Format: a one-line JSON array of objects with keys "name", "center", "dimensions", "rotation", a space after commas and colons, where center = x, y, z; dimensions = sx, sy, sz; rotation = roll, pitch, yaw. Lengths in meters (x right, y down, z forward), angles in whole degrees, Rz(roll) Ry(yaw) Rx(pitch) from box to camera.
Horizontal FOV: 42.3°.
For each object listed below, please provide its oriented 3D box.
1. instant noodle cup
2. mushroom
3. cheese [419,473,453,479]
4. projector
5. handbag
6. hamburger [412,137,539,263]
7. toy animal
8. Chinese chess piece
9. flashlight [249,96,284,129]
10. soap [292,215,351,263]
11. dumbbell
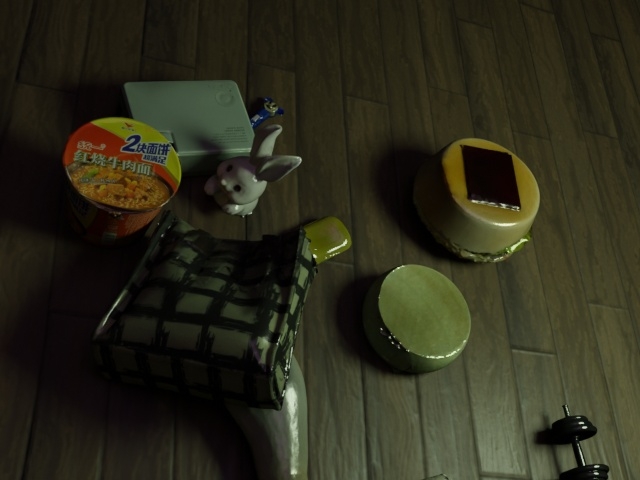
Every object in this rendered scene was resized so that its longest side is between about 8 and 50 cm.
[{"name": "instant noodle cup", "center": [-0.380, -0.094, 1.533], "dimensions": [0.213, 0.174, 0.213], "rotation": [12, 55, -18]}, {"name": "mushroom", "center": [-0.088, 0.338, 1.455], "dimensions": [0.159, 0.122, 0.329], "rotation": [-20, 64, 7]}, {"name": "cheese", "center": [0.183, 0.513, 1.436], "dimensions": [0.189, 0.154, 0.198], "rotation": [-5, 63, -21]}, {"name": "projector", "center": [-0.278, -0.229, 1.712], "dimensions": [0.256, 0.099, 0.192], "rotation": [-7, 63, -29]}, {"name": "handbag", "center": [-0.186, 0.112, 1.454], "dimensions": [0.325, 0.162, 0.327], "rotation": [8, 49, 11]}, {"name": "hamburger", "center": [0.350, -0.089, 1.875], "dimensions": [0.302, 0.170, 0.302], "rotation": [11, 54, -15]}, {"name": "toy animal", "center": [-0.144, -0.133, 1.641], "dimensions": [0.130, 0.221, 0.104], "rotation": [-19, 74, -34]}, {"name": "Chinese chess piece", "center": [0.192, 0.160, 1.694], "dimensions": [0.237, 0.092, 0.238], "rotation": [12, 57, -19]}, {"name": "flashlight", "center": [-0.132, -0.280, 1.849], "dimensions": [0.057, 0.035, 0.121], "rotation": [43, 52, 4]}, {"name": "soap", "center": [0.000, 0.001, 1.731], "dimensions": [0.140, 0.045, 0.089], "rotation": [-25, 70, -33]}, {"name": "dumbbell", "center": [0.523, 0.434, 1.676], "dimensions": [0.099, 0.099, 0.208], "rotation": [5, 58, -22]}]
